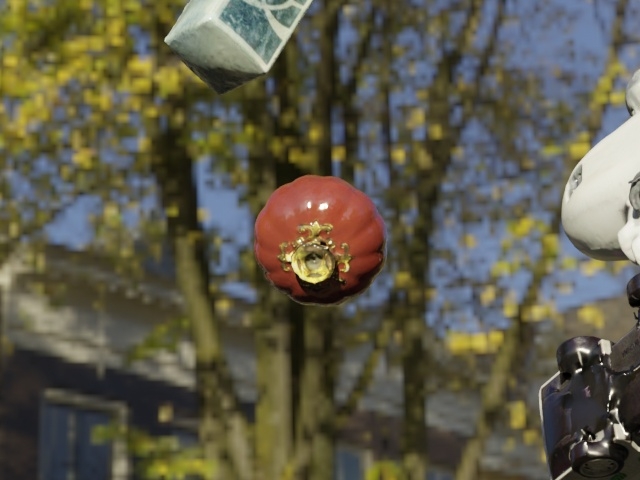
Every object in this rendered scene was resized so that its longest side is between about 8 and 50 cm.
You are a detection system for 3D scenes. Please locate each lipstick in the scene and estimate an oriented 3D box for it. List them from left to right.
[{"bbox_3d":[-0.026,-0.242,1.540,0.077,0.290,0.076,44,-34,-23],"label":"lipstick"}]

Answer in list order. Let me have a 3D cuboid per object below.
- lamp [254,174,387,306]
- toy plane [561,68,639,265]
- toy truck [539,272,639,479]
[{"bbox_3d":[0.000,0.000,1.405,0.101,0.101,0.090,-5,22,9],"label":"lamp"},{"bbox_3d":[0.285,-0.063,1.370,0.252,0.252,0.118,-22,-61,43],"label":"toy plane"},{"bbox_3d":[0.255,0.089,1.297,0.125,0.101,0.242,14,-38,-25],"label":"toy truck"}]
